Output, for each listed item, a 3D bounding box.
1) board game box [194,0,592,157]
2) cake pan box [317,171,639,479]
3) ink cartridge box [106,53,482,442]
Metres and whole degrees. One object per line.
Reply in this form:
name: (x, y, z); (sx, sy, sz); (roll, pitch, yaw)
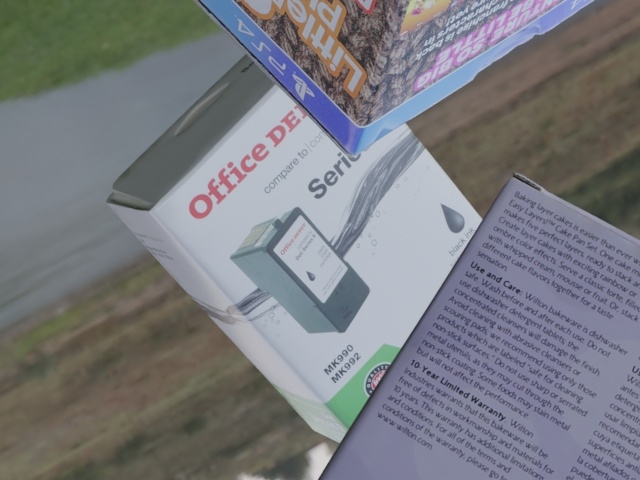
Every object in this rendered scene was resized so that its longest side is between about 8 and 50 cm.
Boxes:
board game box: (0.078, -0.219, 0.669); (0.232, 0.141, 0.291); (-34, 160, -28)
cake pan box: (0.129, 0.139, 0.593); (0.246, 0.266, 0.070); (-59, 163, -5)
ink cartridge box: (0.000, 0.000, 1.193); (0.211, 0.289, 0.121); (-47, -158, -14)
